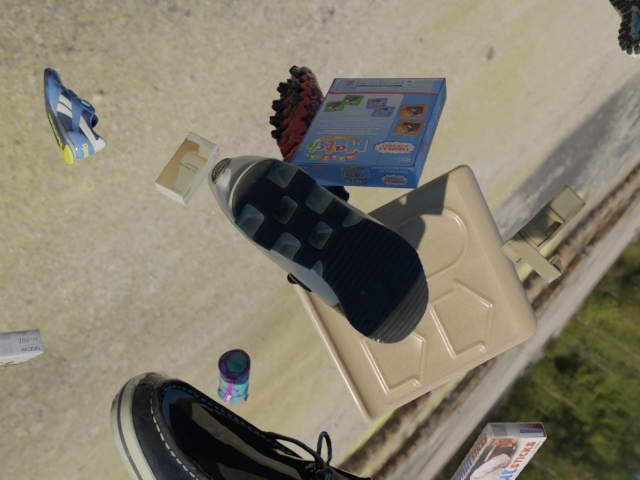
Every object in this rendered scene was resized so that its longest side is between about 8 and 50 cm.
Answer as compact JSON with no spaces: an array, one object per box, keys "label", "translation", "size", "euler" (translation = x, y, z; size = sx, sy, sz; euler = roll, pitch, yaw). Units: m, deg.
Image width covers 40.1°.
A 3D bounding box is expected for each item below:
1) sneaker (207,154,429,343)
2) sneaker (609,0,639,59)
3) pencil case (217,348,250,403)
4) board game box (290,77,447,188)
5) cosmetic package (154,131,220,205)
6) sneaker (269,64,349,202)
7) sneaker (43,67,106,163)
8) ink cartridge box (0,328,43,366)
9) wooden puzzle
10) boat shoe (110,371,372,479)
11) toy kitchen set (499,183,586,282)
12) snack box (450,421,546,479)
[{"label":"sneaker","translation":[0.000,0.000,1.052],"size":[0.330,0.146,0.122],"euler":[43,82,-30]},{"label":"sneaker","translation":[0.365,-0.250,0.967],"size":[0.063,0.073,0.162],"euler":[-28,-137,47]},{"label":"pencil case","translation":[-0.171,0.271,1.732],"size":[0.151,0.065,0.070],"euler":[100,5,-59]},{"label":"board game box","translation":[0.068,-0.146,1.145],"size":[0.211,0.160,0.039],"euler":[-66,153,-47]},{"label":"cosmetic package","translation":[-0.229,-0.124,1.513],"size":[0.115,0.060,0.041],"euler":[-60,169,-19]},{"label":"sneaker","translation":[-0.008,-0.162,1.450],"size":[0.135,0.276,0.098],"euler":[10,151,-28]},{"label":"sneaker","translation":[-0.334,-0.170,1.175],"size":[0.059,0.144,0.053],"euler":[-18,163,-21]},{"label":"ink cartridge box","translation":[-0.577,0.188,1.447],"size":[0.207,0.046,0.097],"euler":[-2,163,-46]},{"label":"wooden puzzle","translation":[0.152,0.086,1.447],"size":[0.348,0.322,0.080],"euler":[-28,-165,-8]},{"label":"boat shoe","translation":[-0.017,0.309,0.981],"size":[0.156,0.500,0.187],"euler":[-44,-174,23]},{"label":"toy kitchen set","translation":[0.269,-0.003,1.014],"size":[0.075,0.068,0.083],"euler":[-41,172,-26]},{"label":"snack box","translation":[0.193,0.258,0.993],"size":[0.064,0.022,0.178],"euler":[1,139,-13]}]
